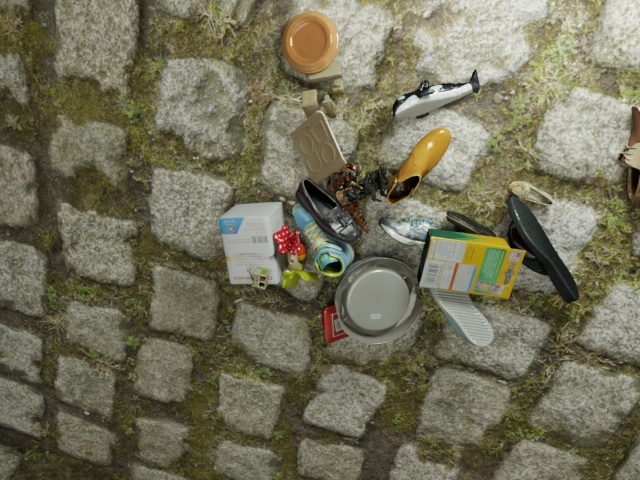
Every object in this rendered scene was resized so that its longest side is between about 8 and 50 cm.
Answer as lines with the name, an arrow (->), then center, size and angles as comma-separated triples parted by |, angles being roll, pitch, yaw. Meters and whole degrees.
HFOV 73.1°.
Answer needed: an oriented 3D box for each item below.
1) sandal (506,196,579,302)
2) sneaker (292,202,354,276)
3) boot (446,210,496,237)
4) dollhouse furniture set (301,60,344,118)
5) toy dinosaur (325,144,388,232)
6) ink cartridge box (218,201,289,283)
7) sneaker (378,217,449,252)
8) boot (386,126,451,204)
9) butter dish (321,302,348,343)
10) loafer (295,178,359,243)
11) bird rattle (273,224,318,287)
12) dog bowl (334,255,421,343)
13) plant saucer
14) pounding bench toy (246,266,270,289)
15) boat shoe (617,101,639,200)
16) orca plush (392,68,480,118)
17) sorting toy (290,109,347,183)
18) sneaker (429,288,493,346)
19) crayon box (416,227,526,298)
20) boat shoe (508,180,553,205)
sandal -> 0.756, 0.050, 1.522 | 0.107, 0.167, 0.446 | -29, 103, 38
sneaker -> 0.000, 0.000, 1.621 | 0.127, 0.208, 0.319 | -41, 98, 23
boot -> 0.522, -0.011, 1.586 | 0.197, 0.077, 0.137 | 29, 119, -2
dollhouse furniture set -> 0.017, -0.516, 1.519 | 0.143, 0.123, 0.152 | -5, 75, 13
toy dinosaur -> 0.127, -0.193, 1.580 | 0.218, 0.164, 0.322 | -11, 126, 34
ink cartridge box -> -0.249, 0.009, 1.679 | 0.197, 0.197, 0.271 | -1, 111, 11
sneaker -> 0.353, -0.038, 1.607 | 0.282, 0.110, 0.122 | 23, 102, -6
boot -> 0.337, -0.246, 1.458 | 0.104, 0.211, 0.295 | 39, 113, -6
butter dish -> 0.061, 0.319, 1.788 | 0.159, 0.118, 0.160 | -13, 109, -30
loafer -> 0.023, -0.108, 1.582 | 0.302, 0.109, 0.095 | 43, 153, 15
bird rattle -> -0.106, 0.052, 1.661 | 0.142, 0.207, 0.254 | -16, 108, 11
dog bowl -> 0.215, 0.221, 1.671 | 0.348, 0.102, 0.349 | -2, 106, -7
plant saucer -> -0.037, -0.665, 1.446 | 0.199, 0.037, 0.200 | 2, 99, 12
pounding bench toy -> -0.235, 0.138, 1.592 | 0.083, 0.052, 0.065 | 14, 115, 4
boat shoe -> 1.017, -0.270, 1.365 | 0.116, 0.123, 0.325 | -15, 105, 18
orca plush -> 0.367, -0.498, 1.418 | 0.287, 0.151, 0.102 | -21, 74, 21
sorting toy -> -0.006, -0.329, 1.536 | 0.193, 0.038, 0.209 | -26, 92, 50
sneaker -> 0.506, 0.246, 1.661 | 0.135, 0.150, 0.366 | -27, 80, -9
crayon box -> 0.523, 0.083, 1.527 | 0.322, 0.083, 0.203 | 8, 116, 2
boat shoe -> 0.732, -0.161, 1.499 | 0.152, 0.048, 0.056 | 26, 113, 1
